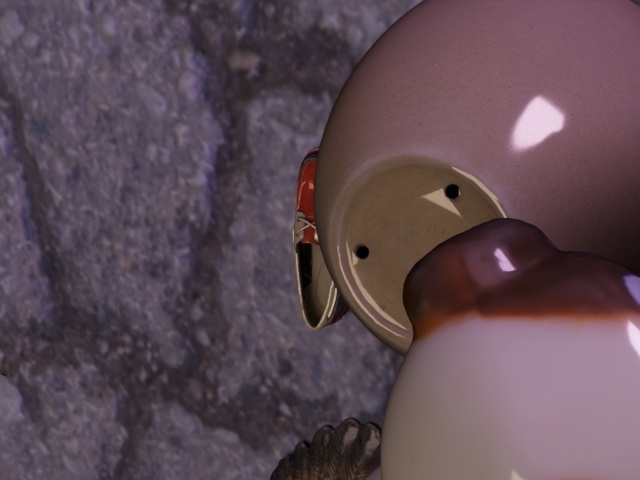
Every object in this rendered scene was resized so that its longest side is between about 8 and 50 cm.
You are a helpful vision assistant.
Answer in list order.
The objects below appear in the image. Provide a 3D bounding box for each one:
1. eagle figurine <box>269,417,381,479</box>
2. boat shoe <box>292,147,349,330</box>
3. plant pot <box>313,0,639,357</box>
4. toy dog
[{"bbox_3d":[0.019,0.318,1.238,0.226,0.225,0.298,5,122,39],"label":"eagle figurine"},{"bbox_3d":[0.000,0.000,1.207,0.049,0.043,0.137,7,110,29],"label":"boat shoe"},{"bbox_3d":[0.106,-0.019,1.052,0.284,0.191,0.284,11,114,26],"label":"plant pot"},{"bbox_3d":[0.120,0.153,0.891,0.395,0.284,0.408,0,147,-6],"label":"toy dog"}]
